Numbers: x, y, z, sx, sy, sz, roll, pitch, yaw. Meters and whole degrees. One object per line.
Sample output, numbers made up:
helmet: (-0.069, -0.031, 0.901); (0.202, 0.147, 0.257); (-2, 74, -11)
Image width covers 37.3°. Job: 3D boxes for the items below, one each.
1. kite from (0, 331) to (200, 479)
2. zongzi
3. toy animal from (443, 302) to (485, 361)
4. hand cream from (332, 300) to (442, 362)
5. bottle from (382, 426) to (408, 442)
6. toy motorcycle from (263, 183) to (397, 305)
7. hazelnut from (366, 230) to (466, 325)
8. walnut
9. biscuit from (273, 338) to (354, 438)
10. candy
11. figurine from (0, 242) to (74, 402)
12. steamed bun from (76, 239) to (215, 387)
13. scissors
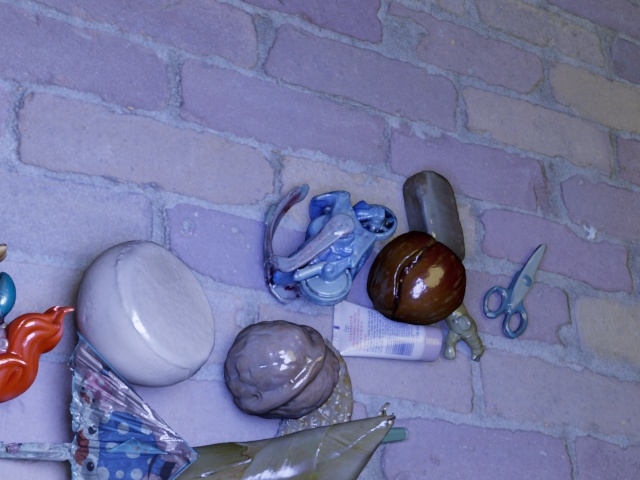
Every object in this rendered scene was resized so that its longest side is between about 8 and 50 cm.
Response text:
kite: (-0.387, 0.359, 1.623); (0.369, 0.014, 0.405); (1, 87, 3)
zongzi: (-0.137, 0.396, 1.680); (0.447, 0.418, 0.181); (17, 35, -22)
toy animal: (0.316, 0.184, 2.203); (0.101, 0.103, 0.218); (-12, 71, -59)
hand cream: (0.141, 0.213, 2.091); (0.248, 0.083, 0.133); (13, 60, -14)
bottle: (0.149, 0.416, 2.029); (0.083, 0.030, 0.030); (1, 70, -32)
toy motorcycle: (0.007, -0.013, 2.030); (0.241, 0.182, 0.319); (45, 53, -7)
hazelnut: (0.210, 0.096, 2.072); (0.218, 0.234, 0.217); (-1, 95, -14)
walnut: (-0.076, 0.251, 1.848); (0.224, 0.224, 0.224); (12, 64, -27)
biscuit: (0.002, 0.356, 1.960); (0.141, 0.038, 0.289); (36, 58, -15)
candy: (0.268, -0.050, 2.255); (0.104, 0.102, 0.233); (4, 69, -29)
figurine: (-0.551, 0.146, 1.638); (0.208, 0.181, 0.257); (-19, 87, -64)
steamed bun: (-0.335, 0.145, 1.746); (0.283, 0.177, 0.283); (45, 27, -31)
scissors: (0.500, 0.111, 2.363); (0.138, 0.041, 0.289); (43, 58, -10)
